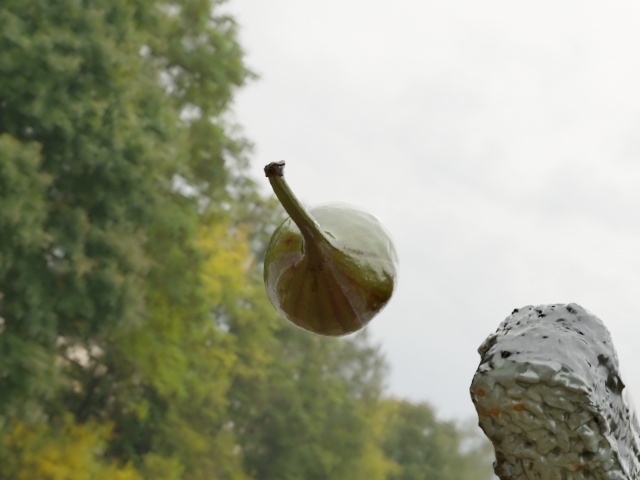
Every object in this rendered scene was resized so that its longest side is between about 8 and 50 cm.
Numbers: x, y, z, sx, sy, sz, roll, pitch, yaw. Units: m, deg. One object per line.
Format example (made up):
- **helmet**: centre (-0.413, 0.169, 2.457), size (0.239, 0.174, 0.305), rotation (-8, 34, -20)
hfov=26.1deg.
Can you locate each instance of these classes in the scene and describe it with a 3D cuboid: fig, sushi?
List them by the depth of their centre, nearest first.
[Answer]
- **fig**: centre (0.000, 0.000, 1.166), size (0.124, 0.124, 0.236), rotation (25, -18, 20)
- **sushi**: centre (0.224, 0.172, 1.285), size (0.136, 0.126, 0.225), rotation (-5, -52, 31)
